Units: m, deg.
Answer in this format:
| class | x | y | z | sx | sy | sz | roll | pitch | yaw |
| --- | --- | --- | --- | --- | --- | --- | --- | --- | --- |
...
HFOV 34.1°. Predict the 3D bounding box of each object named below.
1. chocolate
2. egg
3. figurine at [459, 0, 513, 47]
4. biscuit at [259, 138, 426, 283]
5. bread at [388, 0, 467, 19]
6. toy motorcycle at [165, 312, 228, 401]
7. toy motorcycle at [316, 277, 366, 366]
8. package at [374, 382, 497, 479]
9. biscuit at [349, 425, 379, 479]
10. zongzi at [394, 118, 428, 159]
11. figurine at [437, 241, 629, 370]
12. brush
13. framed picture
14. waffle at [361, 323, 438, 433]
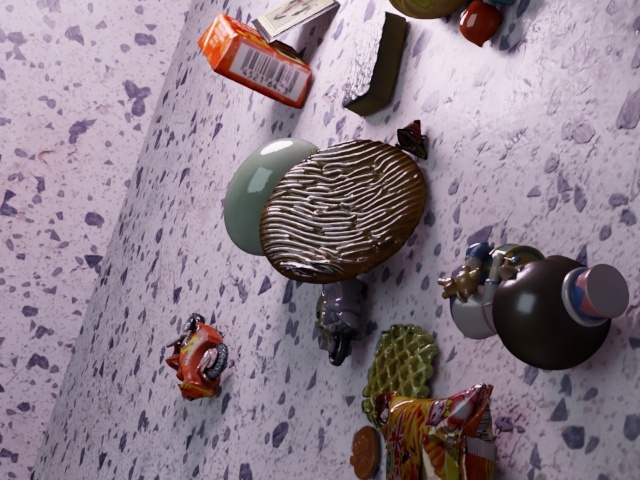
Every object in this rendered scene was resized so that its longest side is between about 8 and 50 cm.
| class | x | y | z | sx | sy | sz | roll | pitch | yaw |
| --- | --- | --- | --- | --- | --- | --- | --- | --- | --- |
| chocolate | -0.153 | -0.428 | 2.462 | 0.108 | 0.237 | 0.235 | -62 | 25 | 17 |
| egg | -0.087 | -0.086 | 2.131 | 0.282 | 0.203 | 0.203 | -50 | 32 | 31 |
| figurine | 0.281 | -0.394 | 1.757 | 0.075 | 0.068 | 0.140 | 30 | 106 | 62 |
| biscuit | 0.035 | -0.057 | 1.847 | 0.318 | 0.040 | 0.318 | -14 | 47 | 16 |
| bread | 0.203 | -0.561 | 1.915 | 0.333 | 0.160 | 0.333 | -46 | 34 | 46 |
| toy motorcycle | -0.288 | 0.274 | 2.428 | 0.298 | 0.089 | 0.171 | 35 | 105 | 65 |
| toy motorcycle | 0.035 | 0.119 | 1.889 | 0.225 | 0.073 | 0.152 | -108 | 36 | -64 |
| package | 0.163 | 0.319 | 1.462 | 0.288 | 0.108 | 0.223 | 152 | 127 | -66 |
| biscuit | 0.073 | 0.352 | 1.722 | 0.078 | 0.015 | 0.091 | -47 | 34 | 45 |
| zongzi | 0.166 | -0.171 | 1.860 | 0.067 | 0.073 | 0.083 | -44 | -4 | 16 |
| figurine | 0.282 | 0.079 | 1.334 | 0.158 | 0.161 | 0.275 | -38 | 23 | -15 |
| brush | 0.105 | -0.354 | 2.090 | 0.123 | 0.059 | 0.197 | -17 | 58 | 62 |
| framed picture | -0.064 | -0.545 | 2.488 | 0.195 | 0.010 | 0.199 | -29 | 31 | -1 |
| waffle | 0.127 | 0.224 | 1.677 | 0.169 | 0.036 | 0.183 | 25 | 97 | 63 |
